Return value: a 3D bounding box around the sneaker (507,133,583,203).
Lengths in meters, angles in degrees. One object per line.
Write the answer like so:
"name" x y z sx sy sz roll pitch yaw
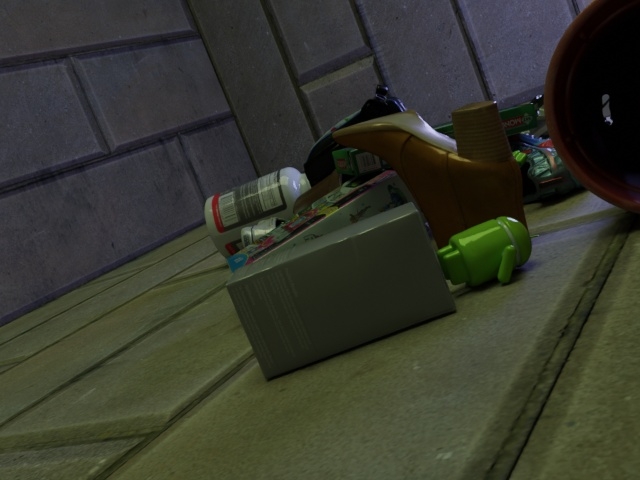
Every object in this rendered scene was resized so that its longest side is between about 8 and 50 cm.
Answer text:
"sneaker" 0.330 -0.116 1.266 0.125 0.104 0.262 -26 9 -13

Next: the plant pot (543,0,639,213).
"plant pot" 0.436 -0.179 0.945 0.272 0.273 0.265 -18 1 24

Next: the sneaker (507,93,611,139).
"sneaker" 0.437 -0.190 1.489 0.330 0.146 0.122 -43 19 42

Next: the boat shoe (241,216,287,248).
"boat shoe" -0.096 -0.009 1.617 0.088 0.096 0.267 -16 -4 9

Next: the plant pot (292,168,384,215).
"plant pot" 0.043 -0.065 1.520 0.165 0.167 0.167 -26 4 42

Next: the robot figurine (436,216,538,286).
"robot figurine" 0.199 0.013 0.899 0.115 0.067 0.101 -23 14 -6

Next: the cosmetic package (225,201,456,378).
"cosmetic package" 0.024 0.055 0.882 0.237 0.127 0.107 -20 8 3

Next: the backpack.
"backpack" 0.107 -0.172 1.701 0.263 0.277 0.213 -27 2 12

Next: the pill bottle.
"pill bottle" -0.114 -0.079 1.890 0.318 0.176 0.176 -20 9 12

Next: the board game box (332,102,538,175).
"board game box" 0.191 -0.176 1.330 0.317 0.046 0.213 -15 7 -5

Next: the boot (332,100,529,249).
"boot" 0.147 -0.077 1.071 0.295 0.211 0.104 2 21 45

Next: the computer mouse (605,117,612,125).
"computer mouse" 0.706 -0.303 1.633 0.272 0.072 0.188 -32 6 25

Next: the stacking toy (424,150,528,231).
"stacking toy" 0.228 -0.081 1.234 0.167 0.052 0.221 -51 13 -4

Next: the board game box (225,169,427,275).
"board game box" 0.000 0.000 1.241 0.303 0.098 0.224 -33 9 -6
